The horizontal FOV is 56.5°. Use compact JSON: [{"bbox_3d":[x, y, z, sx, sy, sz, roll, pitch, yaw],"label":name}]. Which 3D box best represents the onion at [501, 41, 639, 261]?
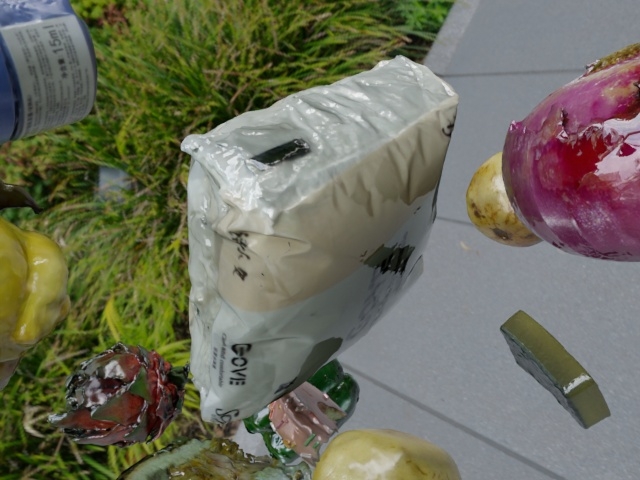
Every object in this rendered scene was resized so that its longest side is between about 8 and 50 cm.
[{"bbox_3d":[0.407,-0.092,0.739,0.358,0.358,0.345,4,96,47],"label":"onion"}]

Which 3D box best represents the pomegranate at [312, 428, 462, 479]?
[{"bbox_3d":[0.140,0.534,1.212,0.332,0.332,0.333,-26,47,32],"label":"pomegranate"}]

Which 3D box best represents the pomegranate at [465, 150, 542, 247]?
[{"bbox_3d":[0.426,-0.094,1.271,0.215,0.215,0.216,-26,47,32],"label":"pomegranate"}]

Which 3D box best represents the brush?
[{"bbox_3d":[0.384,0.213,0.988,0.059,0.123,0.197,-37,32,1],"label":"brush"}]

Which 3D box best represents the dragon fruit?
[{"bbox_3d":[-0.322,0.253,0.979,0.182,0.188,0.182,-52,19,26],"label":"dragon fruit"}]

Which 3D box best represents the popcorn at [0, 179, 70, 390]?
[{"bbox_3d":[-0.465,0.085,0.749,0.297,0.316,0.281,0,47,2],"label":"popcorn"}]

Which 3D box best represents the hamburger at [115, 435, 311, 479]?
[{"bbox_3d":[-0.109,0.314,0.604,0.167,0.288,0.193,6,86,9],"label":"hamburger"}]

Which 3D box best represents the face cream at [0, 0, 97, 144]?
[{"bbox_3d":[-0.509,-0.278,0.929,0.248,0.249,0.225,-5,17,44],"label":"face cream"}]

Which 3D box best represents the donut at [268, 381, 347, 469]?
[{"bbox_3d":[-0.026,0.248,0.847,0.117,0.166,0.065,38,91,11],"label":"donut"}]

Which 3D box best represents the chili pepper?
[{"bbox_3d":[-0.056,0.385,1.415,0.256,0.233,0.249,-42,-12,-27],"label":"chili pepper"}]

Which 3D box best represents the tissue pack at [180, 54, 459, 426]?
[{"bbox_3d":[0.000,0.000,0.700,0.195,0.376,0.390,34,50,28],"label":"tissue pack"}]
